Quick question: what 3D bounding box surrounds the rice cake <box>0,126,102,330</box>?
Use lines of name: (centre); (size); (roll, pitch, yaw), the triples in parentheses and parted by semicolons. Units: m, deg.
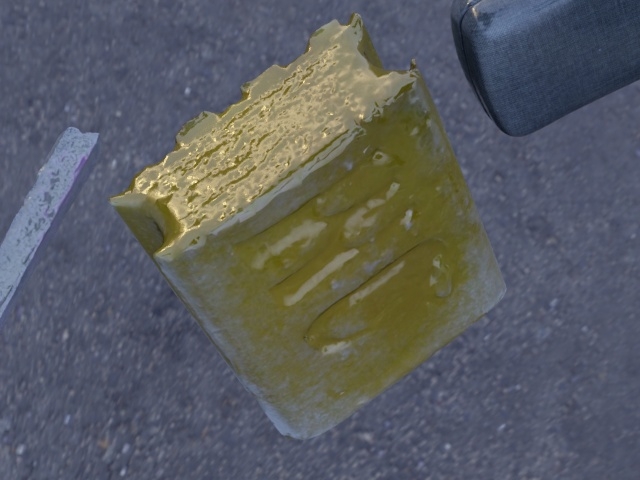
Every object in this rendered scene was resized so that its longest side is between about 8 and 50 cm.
rice cake: (-0.308, -0.001, 1.345); (0.049, 0.055, 0.270); (29, 75, -10)

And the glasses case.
glasses case: (0.262, -0.204, 1.011); (0.323, 0.131, 0.074); (-27, 41, 1)

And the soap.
soap: (0.000, 0.000, 1.243); (0.293, 0.335, 0.156); (-36, 45, -9)
